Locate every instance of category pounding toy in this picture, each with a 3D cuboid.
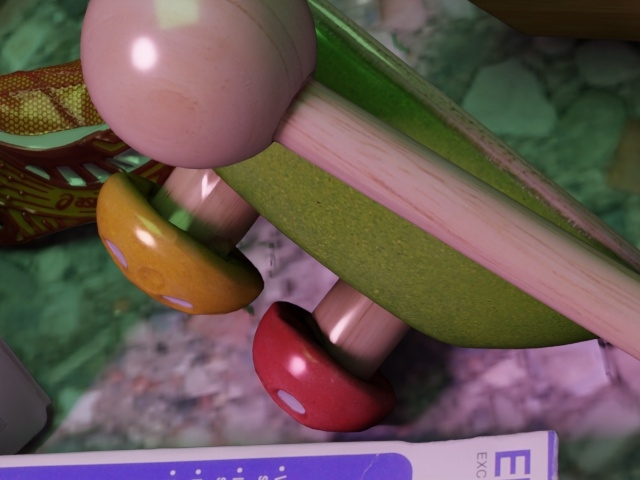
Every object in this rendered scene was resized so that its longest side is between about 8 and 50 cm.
[{"bbox_3d":[0.000,0.000,0.454,0.183,0.237,0.110,38,97,-6],"label":"pounding toy"}]

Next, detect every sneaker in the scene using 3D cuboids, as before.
[{"bbox_3d":[-0.094,-0.040,0.602,0.175,0.064,0.067,-1,36,12],"label":"sneaker"}]

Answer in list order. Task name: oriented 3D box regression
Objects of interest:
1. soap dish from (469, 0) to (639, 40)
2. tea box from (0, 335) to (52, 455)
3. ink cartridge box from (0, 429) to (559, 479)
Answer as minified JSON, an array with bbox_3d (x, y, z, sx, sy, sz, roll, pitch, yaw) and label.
[{"bbox_3d":[0.176,-0.191,0.557,0.229,0.118,0.291,6,58,30],"label":"soap dish"},{"bbox_3d":[-0.333,0.027,0.526,0.323,0.220,0.329,-42,53,-13],"label":"tea box"},{"bbox_3d":[-0.033,0.156,0.440,0.208,0.045,0.206,-5,56,18],"label":"ink cartridge box"}]
